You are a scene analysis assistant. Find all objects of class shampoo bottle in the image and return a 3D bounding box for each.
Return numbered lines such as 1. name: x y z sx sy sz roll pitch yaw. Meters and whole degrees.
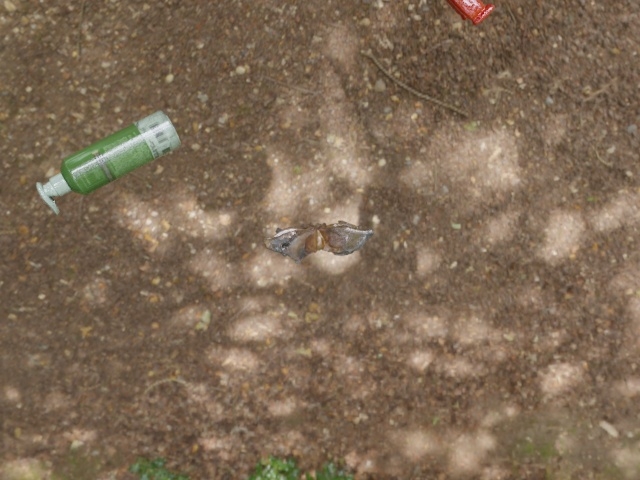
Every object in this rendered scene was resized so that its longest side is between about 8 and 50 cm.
1. shampoo bottle: -0.301 -0.111 0.889 0.205 0.065 0.065 -31 130 -13

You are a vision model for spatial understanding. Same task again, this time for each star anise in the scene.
1. star anise: -0.009 -0.002 1.206 0.208 0.172 0.063 -10 103 -22

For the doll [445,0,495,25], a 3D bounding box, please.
1. doll: 0.175 -0.565 1.187 0.384 0.188 0.099 39 110 -16
